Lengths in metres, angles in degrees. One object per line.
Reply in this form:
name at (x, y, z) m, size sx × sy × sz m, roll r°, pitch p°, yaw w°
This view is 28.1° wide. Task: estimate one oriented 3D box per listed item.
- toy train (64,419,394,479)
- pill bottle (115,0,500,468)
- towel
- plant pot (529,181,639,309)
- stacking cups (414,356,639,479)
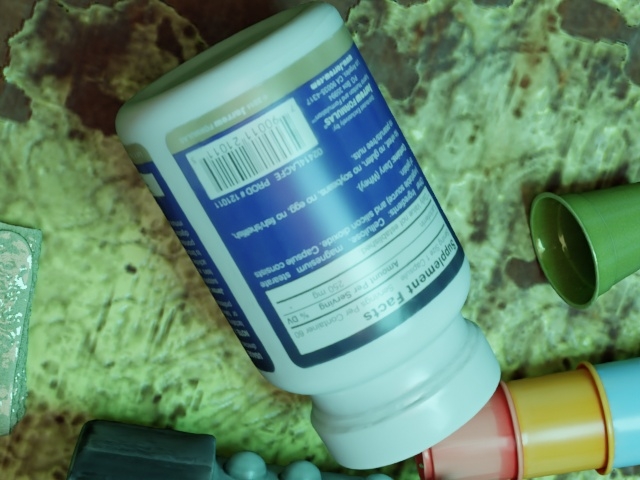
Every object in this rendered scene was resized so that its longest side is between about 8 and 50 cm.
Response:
toy train at (-0.035, 0.230, 0.833) m, size 0.334 × 0.142 × 0.190 m, roll 10°, pitch 103°, yaw -4°
pill bottle at (0.000, 0.000, 0.795) m, size 0.153 × 0.153 × 0.264 m, roll -29°, pitch 105°, yaw -1°
towel at (-0.243, 0.055, 0.838) m, size 0.110 × 0.027 × 0.148 m, roll 7°, pitch 101°, yaw -8°
plant pot at (0.197, -0.005, 0.866) m, size 0.079 × 0.083 × 0.083 m, roll -19°, pitch 104°, yaw -17°
stacking cups at (0.220, 0.111, 0.889) m, size 0.316 × 0.096 × 0.096 m, roll -6°, pitch 103°, yaw -3°
